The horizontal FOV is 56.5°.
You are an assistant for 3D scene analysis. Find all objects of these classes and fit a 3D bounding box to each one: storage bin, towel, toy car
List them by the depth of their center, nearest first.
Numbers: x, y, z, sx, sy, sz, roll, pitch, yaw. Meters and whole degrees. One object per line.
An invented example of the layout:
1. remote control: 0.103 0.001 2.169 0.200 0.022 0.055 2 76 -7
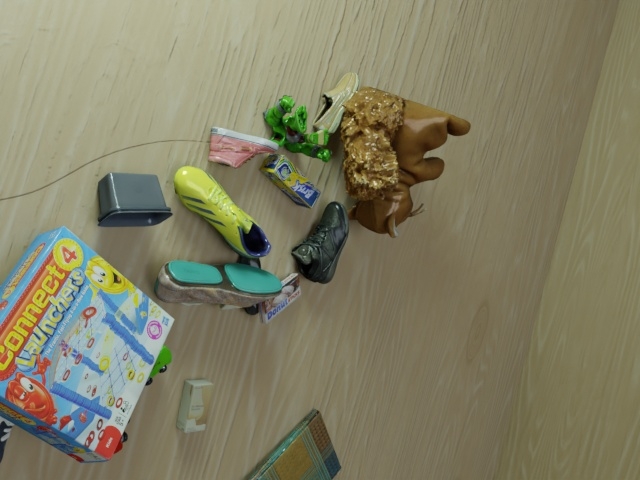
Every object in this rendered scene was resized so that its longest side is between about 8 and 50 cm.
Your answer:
1. storage bin: -0.377 -0.080 1.183 0.135 0.098 0.091 -2 73 -46
2. toy car: -0.413 0.299 1.251 0.225 0.053 0.238 -40 130 -36
3. towel: -0.093 0.695 1.697 0.370 0.040 0.271 -40 127 -35

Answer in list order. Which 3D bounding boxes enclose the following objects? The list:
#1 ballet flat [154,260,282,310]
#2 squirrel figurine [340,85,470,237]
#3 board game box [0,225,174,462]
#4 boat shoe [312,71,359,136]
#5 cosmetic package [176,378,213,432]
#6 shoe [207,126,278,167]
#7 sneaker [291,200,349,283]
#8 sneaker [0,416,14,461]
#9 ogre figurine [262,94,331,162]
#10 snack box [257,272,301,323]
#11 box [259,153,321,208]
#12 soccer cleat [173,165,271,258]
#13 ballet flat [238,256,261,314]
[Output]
1. ballet flat: -0.236 0.108 1.364 0.316 0.107 0.106 13 127 -39
2. squirrel figurine: 0.164 -0.200 1.602 0.397 0.281 0.370 0 113 -54
3. board game box: -0.445 0.187 1.070 0.302 0.086 0.308 50 40 -35
4. boat shoe: 0.038 -0.368 1.559 0.072 0.068 0.189 31 76 -32
5. cosmetic package: -0.296 0.389 1.405 0.060 0.041 0.115 7 94 -46
6. shoe: -0.179 -0.203 1.374 0.178 0.064 0.081 7 96 -41
7. sneaker: 0.000 0.000 1.587 0.130 0.087 0.227 15 94 -53
8. sneaker: -0.569 0.323 1.068 0.235 0.094 0.152 -23 117 -41
9. ogre figurine: -0.064 -0.266 1.434 0.197 0.118 0.096 25 77 -48
10. snack box: -0.103 0.146 1.526 0.178 0.022 0.064 -36 126 -56
11. box: -0.073 -0.148 1.495 0.169 0.059 0.054 41 72 -43
12. soccer cleat: -0.209 -0.062 1.329 0.093 0.121 0.289 -56 133 -20
13. ballet flat: -0.176 0.100 1.470 0.058 0.049 0.173 -3 98 -16
